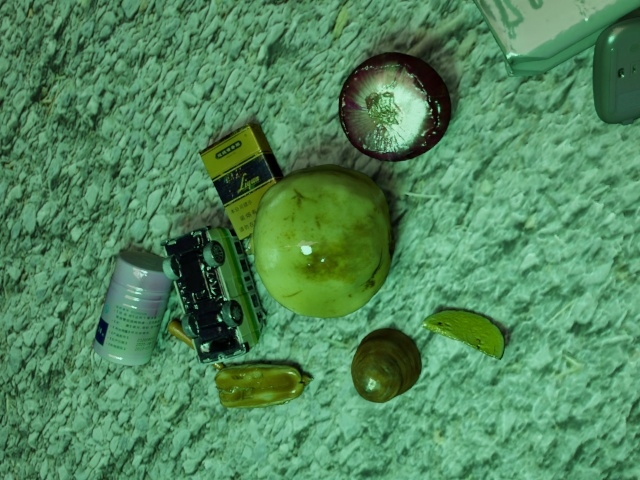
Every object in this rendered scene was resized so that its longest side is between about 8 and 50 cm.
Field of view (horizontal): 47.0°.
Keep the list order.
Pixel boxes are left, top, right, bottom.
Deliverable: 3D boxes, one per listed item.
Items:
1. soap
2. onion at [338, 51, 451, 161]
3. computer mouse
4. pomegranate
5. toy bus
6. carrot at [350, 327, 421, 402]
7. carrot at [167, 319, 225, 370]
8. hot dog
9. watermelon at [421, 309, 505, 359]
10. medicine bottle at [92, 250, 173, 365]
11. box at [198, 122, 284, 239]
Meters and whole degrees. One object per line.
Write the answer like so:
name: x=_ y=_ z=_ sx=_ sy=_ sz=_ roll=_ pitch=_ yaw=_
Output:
soap: x=0.481 y=-0.551 z=1.378 sx=0.435 sy=0.213 sz=0.350 roll=-26 pitch=85 yaw=20
onion: x=0.159 y=-0.280 z=1.555 sx=0.248 sy=0.161 sz=0.247 roll=4 pitch=99 yaw=31
computer mouse: x=0.578 y=-0.322 z=1.388 sx=0.120 sy=0.057 sz=0.232 roll=-13 pitch=135 yaw=9
pomegranate: x=0.000 y=0.000 z=1.565 sx=0.333 sy=0.332 sz=0.332 roll=2 pitch=96 yaw=21
toy bus: x=-0.240 y=0.123 z=1.735 sx=0.143 sy=0.179 sz=0.305 roll=-19 pitch=88 yaw=24
carrot: x=0.127 y=0.292 z=1.596 sx=0.159 sy=0.225 sz=0.159 roll=2 pitch=97 yaw=16
carrot: x=-0.310 y=0.267 z=1.854 sx=0.190 sy=0.037 sz=0.037 roll=37 pitch=107 yaw=12
hot dog: x=-0.144 y=0.350 z=1.782 sx=0.270 sy=0.072 sz=0.109 roll=-8 pitch=94 yaw=23
watermelon: x=0.321 y=0.191 z=1.581 sx=0.182 sy=0.092 sz=0.075 roll=22 pitch=89 yaw=26
medicine bottle: x=-0.465 y=0.167 z=1.840 sx=0.152 sy=0.152 sz=0.253 roll=22 pitch=102 yaw=17
box: x=-0.169 y=-0.139 z=1.743 sx=0.152 sy=0.070 sz=0.237 roll=-26 pitch=88 yaw=21
